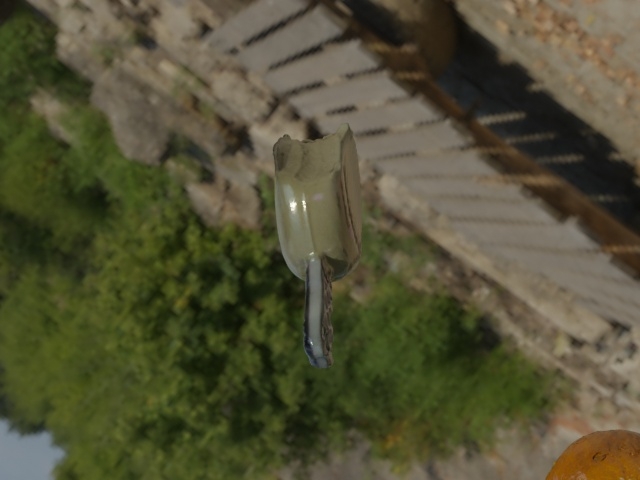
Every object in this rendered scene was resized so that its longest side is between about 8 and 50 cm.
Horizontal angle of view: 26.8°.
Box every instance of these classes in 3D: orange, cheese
[{"bbox_3d":[0.267,0.240,1.221,0.135,0.136,0.117,36,167,8],"label":"orange"},{"bbox_3d":[-0.002,-0.006,0.830,0.171,0.047,0.092,-83,-18,-52],"label":"cheese"}]
